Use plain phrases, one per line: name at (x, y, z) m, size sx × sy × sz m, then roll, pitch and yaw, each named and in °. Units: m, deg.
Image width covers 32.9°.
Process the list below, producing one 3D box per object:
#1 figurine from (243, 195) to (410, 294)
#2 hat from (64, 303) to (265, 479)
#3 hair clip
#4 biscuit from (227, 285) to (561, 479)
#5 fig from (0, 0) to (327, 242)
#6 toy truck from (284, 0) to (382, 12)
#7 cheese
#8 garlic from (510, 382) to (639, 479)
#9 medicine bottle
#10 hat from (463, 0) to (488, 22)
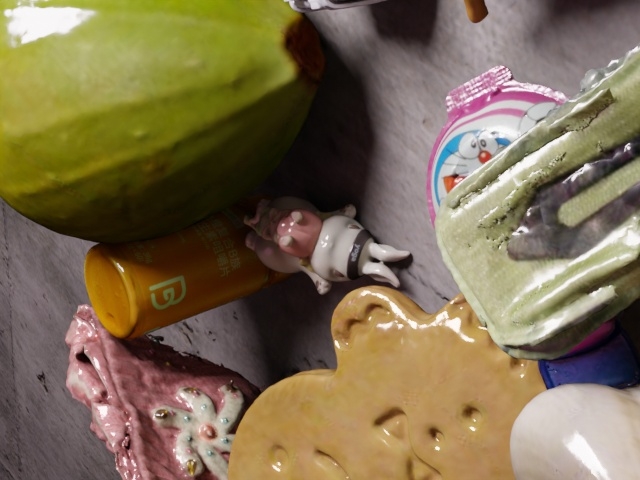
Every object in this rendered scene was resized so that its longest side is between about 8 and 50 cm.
figurine at (-0.004, 0.009, 0.964) m, size 0.146 × 0.098 × 0.081 m, roll 19°, pitch 108°, yaw 49°
hat at (-0.110, 0.178, 1.066) m, size 0.107 × 0.286 × 0.237 m, roll -41°, pitch 51°, yaw 18°
hair clip at (0.212, -0.055, 0.637) m, size 0.321 × 0.091 × 0.138 m, roll -39°, pitch 74°, yaw 32°
biscuit at (0.064, 0.176, 0.876) m, size 0.355 × 0.052 × 0.275 m, roll -31°, pitch 79°, yaw 28°
fig at (-0.145, -0.146, 0.931) m, size 0.316 × 0.316 × 0.316 m, roll 28°, pitch 127°, yaw 43°
toy truck at (-0.001, -0.281, 0.818) m, size 0.116 × 0.110 × 0.216 m, roll 9°, pitch 115°, yaw 65°
cheese at (0.152, -0.003, 0.765) m, size 0.155 × 0.062 × 0.244 m, roll -23°, pitch 85°, yaw 37°
garlic at (0.242, 0.194, 0.677) m, size 0.281 × 0.185 × 0.203 m, roll 31°, pitch 157°, yaw 15°
medicine bottle at (-0.122, 0.023, 1.045) m, size 0.096 × 0.192 × 0.096 m, roll 27°, pitch 126°, yaw 45°
hat at (0.112, -0.225, 0.662) m, size 0.244 × 0.233 × 0.233 m, roll 16°, pitch 143°, yaw 16°
